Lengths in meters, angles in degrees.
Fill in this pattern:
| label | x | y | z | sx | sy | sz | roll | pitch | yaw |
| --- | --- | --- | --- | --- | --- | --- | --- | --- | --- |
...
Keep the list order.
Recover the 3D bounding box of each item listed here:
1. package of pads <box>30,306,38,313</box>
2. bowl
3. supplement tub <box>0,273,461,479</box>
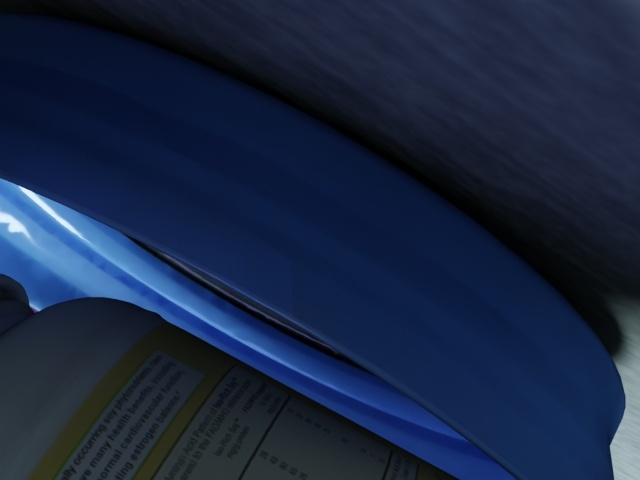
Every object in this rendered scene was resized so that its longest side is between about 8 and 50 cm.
| label | x | y | z | sx | sy | sz | roll | pitch | yaw |
| --- | --- | --- | --- | --- | --- | --- | --- | --- | --- |
| package of pads | -0.213 | 0.134 | 0.898 | 0.296 | 0.229 | 0.101 | 45 | -150 | 27 |
| bowl | -0.038 | 0.030 | 0.561 | 0.391 | 0.077 | 0.391 | 26 | 164 | 8 |
| supplement tub | -0.054 | 0.169 | 0.436 | 0.331 | 0.241 | 0.241 | 28 | 169 | 4 |
